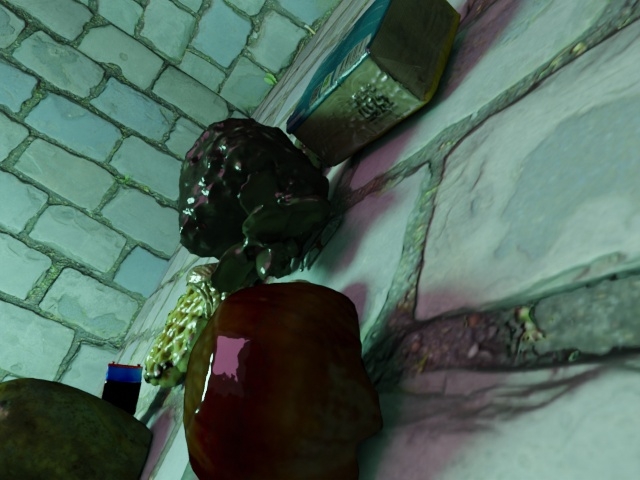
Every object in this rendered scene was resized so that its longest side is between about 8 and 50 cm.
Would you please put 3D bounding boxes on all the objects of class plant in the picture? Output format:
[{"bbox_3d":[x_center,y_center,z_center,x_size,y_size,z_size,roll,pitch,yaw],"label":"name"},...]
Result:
[{"bbox_3d":[-0.095,-0.045,0.789,0.215,0.213,0.312,-58,39,18],"label":"plant"}]

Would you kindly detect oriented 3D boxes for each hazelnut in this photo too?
[{"bbox_3d":[-0.038,0.136,0.449,0.170,0.161,0.201,-9,78,61],"label":"hazelnut"}]

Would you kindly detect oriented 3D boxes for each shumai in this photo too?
[{"bbox_3d":[-0.187,0.098,0.983,0.146,0.146,0.115,174,89,-68],"label":"shumai"}]

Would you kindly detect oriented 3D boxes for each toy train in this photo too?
[{"bbox_3d":[-0.467,0.387,1.170,0.131,0.083,0.203,-152,74,-68],"label":"toy train"}]

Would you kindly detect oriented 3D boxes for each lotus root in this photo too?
[{"bbox_3d":[-0.526,0.408,0.987,0.250,0.346,0.250,-57,10,16],"label":"lotus root"}]

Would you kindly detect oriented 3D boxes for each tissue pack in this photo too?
[{"bbox_3d":[0.077,-0.253,0.806,0.271,0.134,0.192,-24,37,60],"label":"tissue pack"}]

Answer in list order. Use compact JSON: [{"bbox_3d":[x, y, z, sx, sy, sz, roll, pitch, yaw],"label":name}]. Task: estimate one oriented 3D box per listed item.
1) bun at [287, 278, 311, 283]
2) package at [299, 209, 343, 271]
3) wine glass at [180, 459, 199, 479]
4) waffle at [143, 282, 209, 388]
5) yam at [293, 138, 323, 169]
[{"bbox_3d":[-0.032,0.104,0.608,0.115,0.069,0.115,-48,19,23],"label":"bun"},{"bbox_3d":[0.000,0.000,0.781,0.110,0.015,0.037,-54,19,18],"label":"package"},{"bbox_3d":[-0.119,0.305,0.451,0.103,0.103,0.230,-38,23,47],"label":"wine glass"},{"bbox_3d":[-0.313,0.202,1.187,0.317,0.073,0.297,-10,49,63],"label":"waffle"},{"bbox_3d":[-0.024,-0.179,1.046,0.078,0.078,0.179,-32,31,54],"label":"yam"}]
